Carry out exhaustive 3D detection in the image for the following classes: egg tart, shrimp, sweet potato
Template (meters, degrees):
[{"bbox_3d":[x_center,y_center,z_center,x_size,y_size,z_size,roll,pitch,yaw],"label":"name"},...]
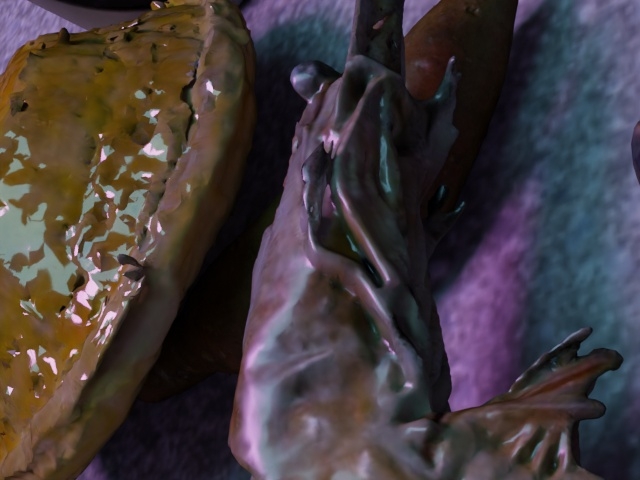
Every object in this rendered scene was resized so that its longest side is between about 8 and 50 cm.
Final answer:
[{"bbox_3d":[-0.150,-0.014,0.711,0.341,0.132,0.341,-54,24,37],"label":"egg tart"},{"bbox_3d":[0.075,0.026,0.487,0.247,0.085,0.360,-16,64,12],"label":"shrimp"},{"bbox_3d":[-0.003,0.006,0.641,0.346,0.079,0.108,-45,14,26],"label":"sweet potato"}]

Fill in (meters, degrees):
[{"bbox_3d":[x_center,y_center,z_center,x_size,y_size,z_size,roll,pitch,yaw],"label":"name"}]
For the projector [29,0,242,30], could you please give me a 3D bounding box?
[{"bbox_3d":[-0.116,-0.252,0.751,0.257,0.259,0.079,-47,42,23],"label":"projector"}]
